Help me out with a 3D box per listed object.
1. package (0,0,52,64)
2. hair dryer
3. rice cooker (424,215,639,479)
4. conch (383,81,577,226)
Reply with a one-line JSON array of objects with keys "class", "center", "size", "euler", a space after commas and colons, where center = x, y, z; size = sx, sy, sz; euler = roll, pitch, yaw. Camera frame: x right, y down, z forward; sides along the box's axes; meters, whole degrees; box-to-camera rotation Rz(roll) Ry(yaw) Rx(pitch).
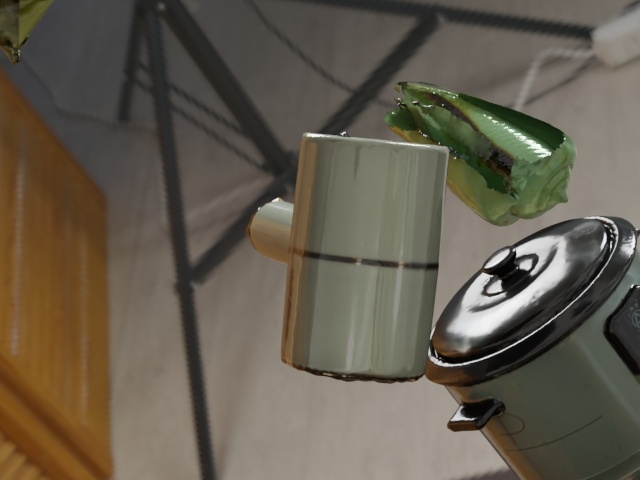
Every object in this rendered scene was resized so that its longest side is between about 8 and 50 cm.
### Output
[{"class": "package", "center": [-0.233, -0.261, 1.180], "size": [0.090, 0.226, 0.168], "euler": [-2, 45, -15]}, {"class": "hair dryer", "center": [0.000, 0.000, 1.452], "size": [0.362, 0.128, 0.203], "euler": [-161, 76, -71]}, {"class": "rice cooker", "center": [0.231, 0.101, 1.516], "size": [0.280, 0.227, 0.241], "euler": [-45, 16, -26]}, {"class": "conch", "center": [0.180, -0.110, 1.870], "size": [0.250, 0.137, 0.143], "euler": [33, 56, 5]}]
